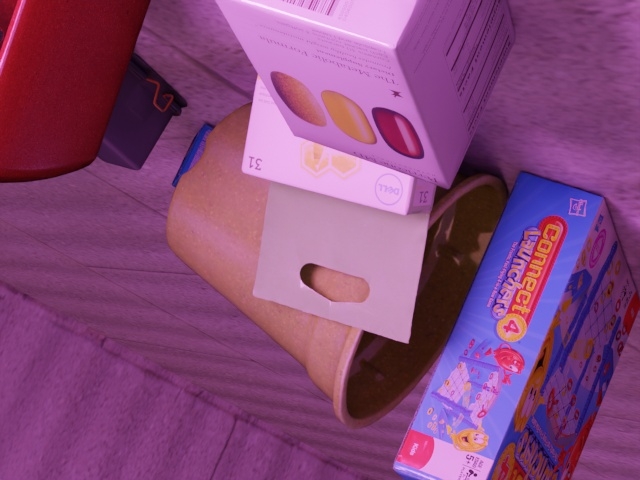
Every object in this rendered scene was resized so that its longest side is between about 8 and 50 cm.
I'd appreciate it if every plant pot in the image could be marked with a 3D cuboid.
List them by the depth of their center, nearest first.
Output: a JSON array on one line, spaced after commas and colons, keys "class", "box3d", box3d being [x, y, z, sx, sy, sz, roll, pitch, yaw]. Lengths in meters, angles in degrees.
[{"class": "plant pot", "box3d": [-0.291, -0.188, 1.415, 0.267, 0.267, 0.236, 18, 179, 24]}, {"class": "plant pot", "box3d": [0.000, 0.000, 1.647, 0.254, 0.276, 0.276, 31, 170, 20]}]

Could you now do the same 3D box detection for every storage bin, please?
[{"class": "storage bin", "box3d": [-0.210, -0.136, 1.780, 0.098, 0.091, 0.135, 16, 165, 32]}]

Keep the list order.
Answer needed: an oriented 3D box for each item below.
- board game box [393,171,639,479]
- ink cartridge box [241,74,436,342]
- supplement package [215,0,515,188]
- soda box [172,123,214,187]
[{"class": "board game box", "box3d": [0.201, 0.134, 1.647, 0.086, 0.302, 0.308, 18, 166, 23]}, {"class": "ink cartridge box", "box3d": [0.014, -0.043, 1.454, 0.171, 0.235, 0.056, 16, -169, 30]}, {"class": "supplement package", "box3d": [0.039, -0.154, 1.177, 0.139, 0.134, 0.244, 20, 166, 19]}, {"class": "soda box", "box3d": [-0.055, -0.050, 1.891, 0.210, 0.067, 0.071, 27, 167, -8]}]
